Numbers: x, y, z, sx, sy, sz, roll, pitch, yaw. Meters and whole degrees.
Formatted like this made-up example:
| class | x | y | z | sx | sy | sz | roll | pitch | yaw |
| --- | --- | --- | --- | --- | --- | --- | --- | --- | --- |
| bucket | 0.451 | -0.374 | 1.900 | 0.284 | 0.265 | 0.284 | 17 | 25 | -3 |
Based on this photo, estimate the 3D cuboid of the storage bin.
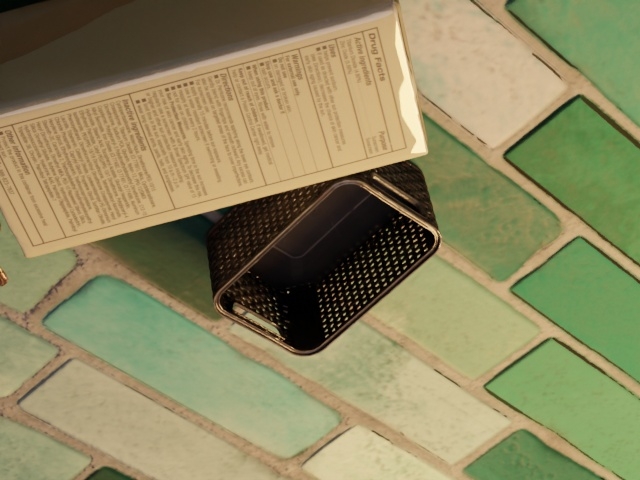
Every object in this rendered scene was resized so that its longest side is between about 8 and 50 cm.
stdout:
| class | x | y | z | sx | sy | sz | roll | pitch | yaw |
| --- | --- | --- | --- | --- | --- | --- | --- | --- | --- |
| storage bin | 0.000 | 0.000 | 1.334 | 0.122 | 0.084 | 0.180 | 31 | 119 | -31 |

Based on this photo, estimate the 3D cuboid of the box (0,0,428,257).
| class | x | y | z | sx | sy | sz | roll | pitch | yaw |
| --- | --- | --- | --- | --- | --- | --- | --- | --- | --- |
| box | -0.090 | -0.110 | 1.136 | 0.311 | 0.121 | 0.148 | -14 | 134 | 2 |

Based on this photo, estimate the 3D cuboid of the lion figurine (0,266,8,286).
| class | x | y | z | sx | sy | sz | roll | pitch | yaw |
| --- | --- | --- | --- | --- | --- | --- | --- | --- | --- |
| lion figurine | -0.401 | -0.098 | 1.124 | 0.142 | 0.240 | 0.392 | -39 | 142 | 25 |
